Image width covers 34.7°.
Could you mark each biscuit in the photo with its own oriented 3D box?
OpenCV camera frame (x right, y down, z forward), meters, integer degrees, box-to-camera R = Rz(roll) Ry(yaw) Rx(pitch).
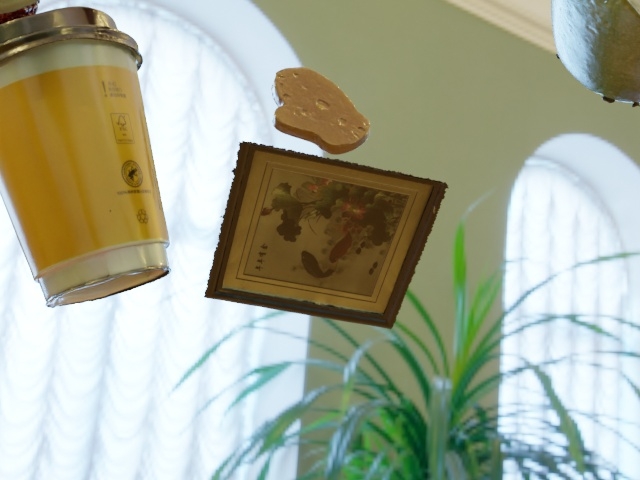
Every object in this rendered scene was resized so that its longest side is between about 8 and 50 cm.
[{"bbox_3d":[-0.012,-0.159,1.276,0.118,0.140,0.023,-22,-25,-34],"label":"biscuit"}]

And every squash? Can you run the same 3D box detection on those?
[{"bbox_3d":[0.330,-0.265,1.036,0.189,0.189,0.260,2,-18,8],"label":"squash"}]

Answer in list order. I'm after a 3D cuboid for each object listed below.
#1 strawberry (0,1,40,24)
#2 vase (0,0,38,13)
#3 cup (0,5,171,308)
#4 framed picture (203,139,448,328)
[{"bbox_3d":[-0.318,-0.242,1.020,0.083,0.083,0.096,15,-3,-33],"label":"strawberry"},{"bbox_3d":[-0.221,-0.275,0.614,0.143,0.143,0.299,7,-21,-10],"label":"vase"},{"bbox_3d":[-0.252,-0.082,1.044,0.196,0.279,0.196,-16,-6,-2],"label":"cup"},{"bbox_3d":[0.000,0.000,0.976,0.199,0.010,0.195,11,-53,-9],"label":"framed picture"}]
